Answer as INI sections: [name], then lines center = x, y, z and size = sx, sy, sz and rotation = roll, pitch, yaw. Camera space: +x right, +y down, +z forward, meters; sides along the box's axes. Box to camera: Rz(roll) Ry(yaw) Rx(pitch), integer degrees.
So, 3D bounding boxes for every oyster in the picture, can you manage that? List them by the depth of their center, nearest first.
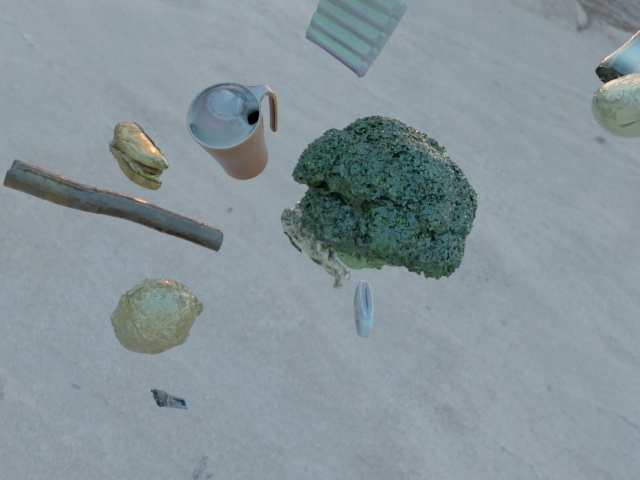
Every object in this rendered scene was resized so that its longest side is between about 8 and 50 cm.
[oyster]
center = -0.003, 0.000, 1.211
size = 0.200, 0.061, 0.106
rotation = 40, 56, -16

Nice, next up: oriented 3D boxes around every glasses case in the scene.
[glasses case]
center = 0.107, 0.167, 1.449
size = 0.045, 0.067, 0.178
rotation = 9, 31, -4

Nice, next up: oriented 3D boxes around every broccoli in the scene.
[broccoli]
center = 0.104, -0.063, 0.941
size = 0.307, 0.275, 0.308
rotation = 4, 59, -7

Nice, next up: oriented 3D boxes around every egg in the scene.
[egg]
center = -0.260, 0.120, 0.930
size = 0.140, 0.118, 0.116
rotation = -25, 51, -8

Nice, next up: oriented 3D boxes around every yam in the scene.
[yam]
center = -0.305, -0.048, 0.897
size = 0.326, 0.045, 0.045
rotation = 19, 12, -22

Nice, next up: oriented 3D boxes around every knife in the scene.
[knife]
center = -0.374, 0.402, 1.469
size = 0.026, 0.296, 0.044
rotation = -29, 74, -8

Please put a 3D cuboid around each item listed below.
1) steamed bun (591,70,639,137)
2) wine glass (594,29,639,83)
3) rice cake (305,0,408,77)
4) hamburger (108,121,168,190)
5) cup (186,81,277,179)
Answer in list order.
[steamed bun]
center = 0.490, -0.205, 0.895
size = 0.112, 0.129, 0.091
rotation = -77, 147, -68
[wine glass]
center = 0.561, -0.337, 1.015
size = 0.072, 0.155, 0.072
rotation = 43, 4, -4
[rice cake]
center = 0.067, -0.462, 1.232
size = 0.037, 0.189, 0.198
rotation = -9, 51, -49
[hamburger]
center = -0.578, -0.259, 1.805
size = 0.131, 0.124, 0.262
rotation = -1, 38, -49
[cup]
center = -0.200, -0.277, 1.477
size = 0.226, 0.264, 0.182
rotation = -36, 72, -6
